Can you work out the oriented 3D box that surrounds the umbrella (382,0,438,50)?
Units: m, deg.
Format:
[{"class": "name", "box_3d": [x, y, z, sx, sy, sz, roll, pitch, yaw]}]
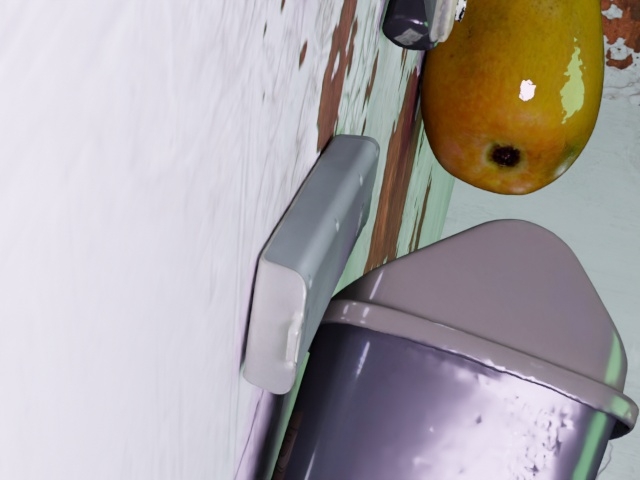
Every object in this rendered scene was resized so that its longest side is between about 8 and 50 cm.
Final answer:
[{"class": "umbrella", "box_3d": [0.092, -0.225, 0.967, 0.080, 0.071, 0.224, 48, 55, -48]}]

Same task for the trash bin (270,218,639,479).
[{"class": "trash bin", "box_3d": [0.053, 0.138, 0.801, 0.209, 0.182, 0.290, 130, -20, -79]}]

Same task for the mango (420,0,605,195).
[{"class": "mango", "box_3d": [0.190, -0.200, 1.432, 0.211, 0.173, 0.317, 84, 13, -73]}]

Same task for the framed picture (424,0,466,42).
[{"class": "framed picture", "box_3d": [0.069, -0.246, 0.670, 0.293, 0.018, 0.231, -89, -173, -61]}]

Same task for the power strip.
[{"class": "power strip", "box_3d": [0.000, 0.000, 0.743, 0.252, 0.027, 0.060, -63, 163, -67]}]
